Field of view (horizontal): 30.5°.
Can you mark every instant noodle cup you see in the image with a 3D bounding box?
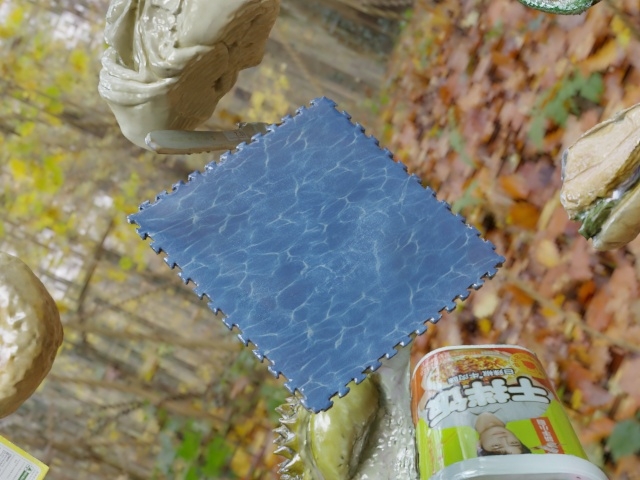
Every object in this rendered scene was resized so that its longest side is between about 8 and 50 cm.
[{"bbox_3d":[0.238,0.311,1.610,0.308,0.294,0.294,-95,26,-59],"label":"instant noodle cup"}]

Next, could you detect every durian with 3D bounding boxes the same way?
[{"bbox_3d":[0.032,0.245,1.306,0.172,0.166,0.306,76,-166,-69],"label":"durian"}]

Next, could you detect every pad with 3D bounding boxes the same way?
[{"bbox_3d":[0.000,0.000,1.100,0.269,0.269,0.012,-36,-21,-31],"label":"pad"}]

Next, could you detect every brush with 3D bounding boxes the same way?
[{"bbox_3d":[-0.146,-0.161,1.879,0.336,0.085,0.020,-9,-37,-48],"label":"brush"}]

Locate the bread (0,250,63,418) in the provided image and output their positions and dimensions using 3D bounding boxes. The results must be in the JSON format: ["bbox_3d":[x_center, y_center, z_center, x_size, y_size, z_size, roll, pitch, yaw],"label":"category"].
[{"bbox_3d":[-0.429,0.115,1.445,0.244,0.244,0.134,-65,-22,-1],"label":"bread"}]

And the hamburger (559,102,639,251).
[{"bbox_3d":[0.426,-0.090,1.533,0.207,0.135,0.155,-41,33,43],"label":"hamburger"}]

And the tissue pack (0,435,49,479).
[{"bbox_3d":[-0.389,0.301,1.294,0.176,0.095,0.062,-59,7,-20],"label":"tissue pack"}]

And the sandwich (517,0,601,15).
[{"bbox_3d":[0.320,-0.403,1.670,0.079,0.159,0.235,-37,19,-14],"label":"sandwich"}]

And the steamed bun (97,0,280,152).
[{"bbox_3d":[-0.231,-0.312,1.853,0.276,0.203,0.289,-31,-23,-51],"label":"steamed bun"}]
